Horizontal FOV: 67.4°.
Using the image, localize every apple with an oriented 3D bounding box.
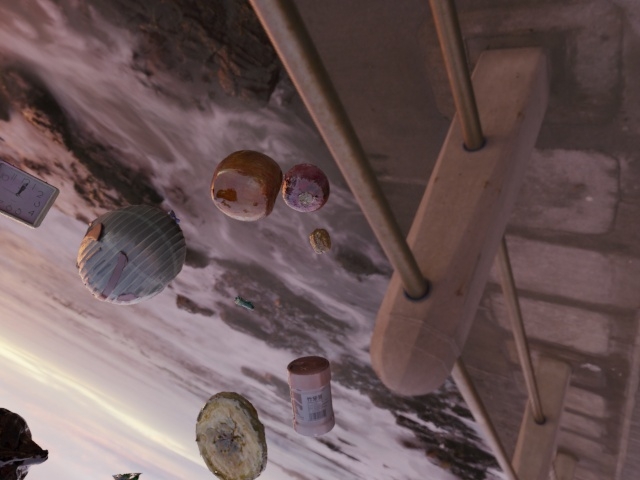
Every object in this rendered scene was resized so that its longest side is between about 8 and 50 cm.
[{"bbox_3d":[-0.211,-0.160,1.392,0.188,0.211,0.211,20,155,-2],"label":"apple"}]

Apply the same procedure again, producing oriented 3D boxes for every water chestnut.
[{"bbox_3d":[-0.988,0.657,1.437,0.244,0.289,0.289,26,156,23],"label":"water chestnut"}]

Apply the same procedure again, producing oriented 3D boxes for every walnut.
[{"bbox_3d":[0.000,0.000,1.796,0.079,0.082,0.096,-21,85,39],"label":"walnut"}]

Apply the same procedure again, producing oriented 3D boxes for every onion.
[{"bbox_3d":[-0.046,-0.181,1.539,0.160,0.195,0.159,0,124,0],"label":"onion"}]

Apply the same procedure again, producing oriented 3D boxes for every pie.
[{"bbox_3d":[-0.260,0.578,1.399,0.274,0.274,0.055,13,-173,28],"label":"pie"}]

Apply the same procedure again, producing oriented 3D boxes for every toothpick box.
[{"bbox_3d":[-0.020,0.351,1.087,0.098,0.098,0.148,4,104,41],"label":"toothpick box"}]

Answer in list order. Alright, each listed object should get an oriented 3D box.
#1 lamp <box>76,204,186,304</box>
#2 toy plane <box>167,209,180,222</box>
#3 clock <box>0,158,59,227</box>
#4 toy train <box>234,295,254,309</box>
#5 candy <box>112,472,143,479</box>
[{"bbox_3d":[-0.449,0.032,1.132,0.233,0.233,0.265,35,127,-16],"label":"lamp"},{"bbox_3d":[-0.437,-0.005,1.384,0.054,0.167,0.062,5,-172,-16],"label":"toy plane"},{"bbox_3d":[-0.915,-0.140,1.447,0.192,0.147,0.071,33,161,-30],"label":"clock"},{"bbox_3d":[-0.295,0.246,1.874,0.092,0.029,0.045,34,-179,-34],"label":"toy train"},{"bbox_3d":[-0.696,0.919,1.669,0.078,0.203,0.141,36,130,-29],"label":"candy"}]
